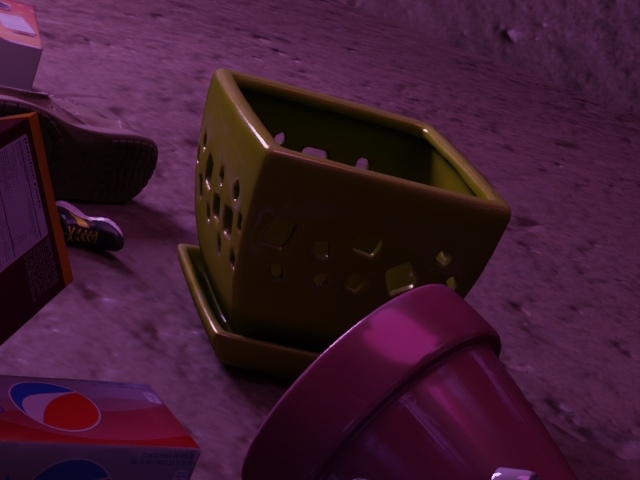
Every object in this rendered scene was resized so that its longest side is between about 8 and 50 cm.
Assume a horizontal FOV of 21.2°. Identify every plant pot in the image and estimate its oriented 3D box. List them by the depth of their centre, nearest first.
[{"bbox_3d":[0.078,0.160,1.159,0.180,0.201,0.201,45,27,22],"label":"plant pot"},{"bbox_3d":[0.000,0.000,1.482,0.227,0.207,0.228,13,20,-20],"label":"plant pot"}]

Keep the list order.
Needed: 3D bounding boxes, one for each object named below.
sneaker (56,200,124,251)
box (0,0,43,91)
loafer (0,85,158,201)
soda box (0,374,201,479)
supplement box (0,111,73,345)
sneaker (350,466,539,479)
[{"bbox_3d":[-0.219,-0.007,1.565,0.083,0.031,0.035,22,31,18],"label":"sneaker"},{"bbox_3d":[-0.382,-0.211,1.872,0.130,0.091,0.170,14,19,-19],"label":"box"},{"bbox_3d":[-0.279,-0.094,1.647,0.092,0.102,0.268,33,13,39],"label":"loafer"},{"bbox_3d":[-0.211,0.137,1.044,0.263,0.092,0.083,7,23,-36],"label":"soda box"},{"bbox_3d":[-0.297,0.005,1.157,0.191,0.129,0.194,-7,14,13],"label":"supplement box"},{"bbox_3d":[-0.003,0.234,0.759,0.137,0.210,0.366,27,27,23],"label":"sneaker"}]
